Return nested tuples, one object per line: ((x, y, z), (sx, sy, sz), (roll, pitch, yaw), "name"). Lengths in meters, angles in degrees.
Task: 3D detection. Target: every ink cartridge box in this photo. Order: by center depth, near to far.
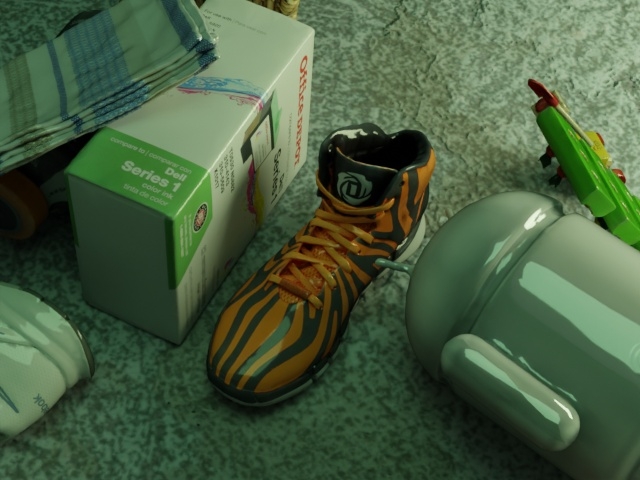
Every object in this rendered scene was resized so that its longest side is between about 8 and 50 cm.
((-0.118, -0.074, 1.213), (0.117, 0.201, 0.278), (23, 54, 13), "ink cartridge box")

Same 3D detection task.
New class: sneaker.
((-0.353, 0.069, 1.147), (0.297, 0.111, 0.129), (30, 61, 19), "sneaker")
((0.000, 0.000, 1.179), (0.125, 0.180, 0.321), (28, 55, 16), "sneaker")

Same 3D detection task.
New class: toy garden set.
((0.265, -0.061, 1.247), (0.049, 0.244, 0.203), (-35, 50, 18), "toy garden set")

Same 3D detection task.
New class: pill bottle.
((-0.264, -0.114, 1.279), (0.130, 0.130, 0.245), (22, 54, 12), "pill bottle")

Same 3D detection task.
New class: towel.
((-0.235, -0.152, 1.165), (0.285, 0.034, 0.209), (-28, 35, 0), "towel")

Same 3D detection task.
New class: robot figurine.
((0.222, 0.088, 1.118), (0.353, 0.199, 0.300), (35, 29, 20), "robot figurine")

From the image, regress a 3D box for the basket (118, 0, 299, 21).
((-0.084, -0.335, 1.359), (0.223, 0.299, 0.213), (20, 52, 13), "basket")
